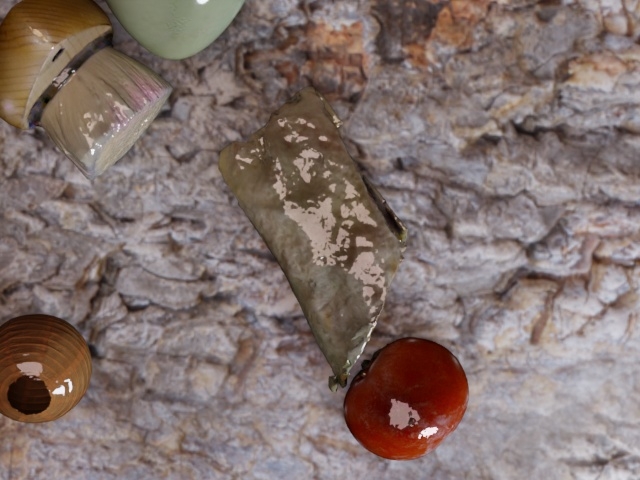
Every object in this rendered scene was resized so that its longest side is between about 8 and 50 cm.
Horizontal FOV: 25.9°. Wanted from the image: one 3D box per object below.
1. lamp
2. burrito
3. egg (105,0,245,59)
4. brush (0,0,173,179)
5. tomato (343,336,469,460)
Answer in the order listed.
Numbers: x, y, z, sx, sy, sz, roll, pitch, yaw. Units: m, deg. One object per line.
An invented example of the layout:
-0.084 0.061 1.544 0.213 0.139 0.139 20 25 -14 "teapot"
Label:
-0.345 0.154 1.681 0.136 0.136 0.136 0 93 4 "lamp"
0.011 -0.005 1.666 0.175 0.107 0.348 -27 89 18 "burrito"
-0.166 -0.355 1.597 0.218 0.218 0.296 0 103 4 "egg"
-0.282 -0.182 1.591 0.166 0.267 0.174 42 85 2 "brush"
0.104 0.195 1.674 0.139 0.091 0.159 42 93 -1 "tomato"
